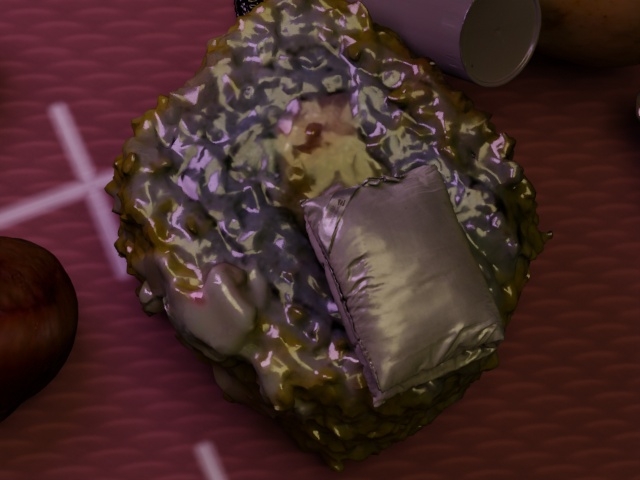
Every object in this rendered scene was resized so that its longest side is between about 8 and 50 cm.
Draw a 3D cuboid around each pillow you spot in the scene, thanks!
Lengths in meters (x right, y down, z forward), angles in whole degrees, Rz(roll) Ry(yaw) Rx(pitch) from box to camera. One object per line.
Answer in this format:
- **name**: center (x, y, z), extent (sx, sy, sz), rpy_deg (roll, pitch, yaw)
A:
- **pillow**: center (0.070, 0.035, 1.592), extent (0.134, 0.078, 0.181), rpy_deg (-18, 81, -16)

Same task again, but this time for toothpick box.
- **toothpick box**: center (0.108, -0.218, 1.791), extent (0.111, 0.180, 0.111), rpy_deg (-18, 119, -36)

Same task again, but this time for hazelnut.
- **hazelnut**: center (-0.309, 0.084, 1.708), extent (0.178, 0.178, 0.204), rpy_deg (51, 41, 6)

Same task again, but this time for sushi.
- **sushi**: center (0.000, 0.000, 1.753), extent (0.396, 0.240, 0.351), rpy_deg (45, 72, 7)

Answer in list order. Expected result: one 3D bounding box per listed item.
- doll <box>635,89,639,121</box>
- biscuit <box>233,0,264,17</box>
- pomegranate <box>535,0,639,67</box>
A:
- **doll**: center (0.490, -0.129, 1.927), extent (0.330, 0.174, 0.235), rpy_deg (-29, 85, -13)
- **biscuit**: center (-0.045, -0.243, 1.924), extent (0.089, 0.027, 0.087), rpy_deg (-35, 82, -19)
- **pomegranate**: center (0.254, -0.333, 1.872), extent (0.342, 0.342, 0.342), rpy_deg (3, 73, -11)
